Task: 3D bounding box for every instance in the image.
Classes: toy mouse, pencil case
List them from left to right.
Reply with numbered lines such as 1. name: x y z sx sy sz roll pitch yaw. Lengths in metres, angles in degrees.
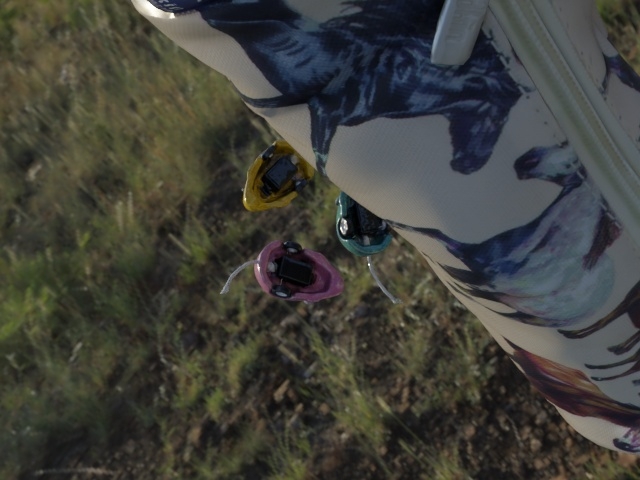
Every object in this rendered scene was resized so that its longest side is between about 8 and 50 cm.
1. toy mouse: 0.000 0.000 0.645 0.161 0.143 0.031 -54 10 -28
2. pencil case: 0.097 -0.043 0.440 0.160 0.410 0.183 -46 35 3
